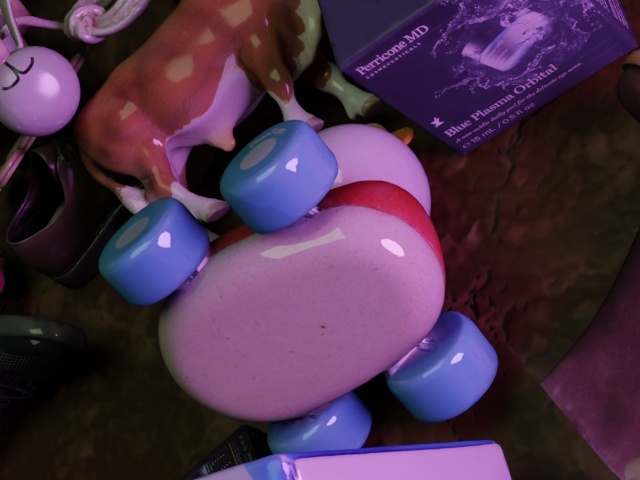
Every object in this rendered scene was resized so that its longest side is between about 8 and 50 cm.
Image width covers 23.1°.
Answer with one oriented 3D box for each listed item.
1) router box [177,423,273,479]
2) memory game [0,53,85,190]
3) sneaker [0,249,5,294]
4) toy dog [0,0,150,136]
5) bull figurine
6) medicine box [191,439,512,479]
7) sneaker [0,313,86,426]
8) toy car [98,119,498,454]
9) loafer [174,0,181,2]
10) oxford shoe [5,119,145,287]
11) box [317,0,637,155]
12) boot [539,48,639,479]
[{"bbox_3d":[-0.058,0.208,1.128,0.092,0.038,0.122,-41,48,18],"label":"router box"},{"bbox_3d":[-0.264,-0.091,1.406,0.186,0.012,0.186,-53,13,18],"label":"memory game"},{"bbox_3d":[-0.400,0.070,1.454,0.299,0.121,0.112,-16,88,34],"label":"sneaker"},{"bbox_3d":[-0.317,-0.181,1.350,0.333,0.161,0.220,-7,48,49],"label":"toy dog"},{"bbox_3d":[-0.068,-0.133,1.216,0.310,0.101,0.188,-44,70,28],"label":"bull figurine"},{"bbox_3d":[-0.051,0.226,0.924,0.289,0.263,0.149,-22,75,27],"label":"medicine box"},{"bbox_3d":[-0.282,0.135,1.327,0.227,0.087,0.130,-16,61,38],"label":"sneaker"},{"bbox_3d":[0.000,0.000,1.110,0.210,0.219,0.238,-30,23,27],"label":"toy car"},{"bbox_3d":[-0.086,-0.258,1.348,0.268,0.102,0.092,19,73,32],"label":"loafer"},{"bbox_3d":[-0.192,-0.074,1.345,0.082,0.096,0.227,25,85,46],"label":"oxford shoe"},{"bbox_3d":[0.107,-0.158,1.085,0.156,0.158,0.093,-33,51,25],"label":"box"},{"bbox_3d":[0.205,0.016,0.961,0.207,0.090,0.248,-45,51,11],"label":"boot"}]
